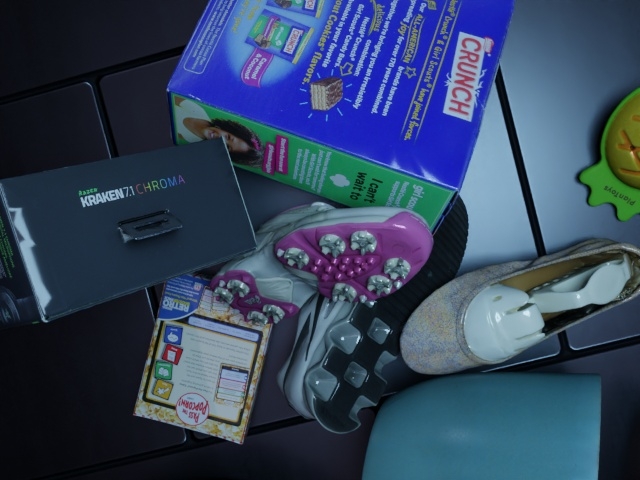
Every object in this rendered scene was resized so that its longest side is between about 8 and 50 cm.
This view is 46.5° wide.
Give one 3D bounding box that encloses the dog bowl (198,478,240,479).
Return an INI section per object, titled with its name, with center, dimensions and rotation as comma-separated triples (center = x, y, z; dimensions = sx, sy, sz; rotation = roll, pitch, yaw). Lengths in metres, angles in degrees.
[dog bowl]
center = -0.124, 0.493, 0.854
dimensions = 0.408, 0.150, 0.407
rotation = 2, 79, -11

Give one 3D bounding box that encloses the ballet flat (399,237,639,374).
[ballet flat]
center = 0.240, 0.068, 0.842
dimensions = 0.316, 0.106, 0.107
rotation = -23, 98, -16

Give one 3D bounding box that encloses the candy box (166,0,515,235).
[candy box]
center = 0.028, -0.190, 0.838
dimensions = 0.317, 0.122, 0.268
rotation = 19, 67, 3

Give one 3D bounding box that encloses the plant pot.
[plant pot]
center = 0.178, 0.282, 0.828
dimensions = 0.235, 0.293, 0.293
rotation = 4, 94, 19

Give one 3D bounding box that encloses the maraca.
[maraca]
center = 0.391, -0.106, 0.880
dimensions = 0.127, 0.099, 0.185
rotation = 29, 121, 4

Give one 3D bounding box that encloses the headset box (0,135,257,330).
[headset box]
center = -0.243, -0.002, 0.788
dimensions = 0.283, 0.246, 0.131
rotation = -15, 94, 47

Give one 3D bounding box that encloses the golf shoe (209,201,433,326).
[golf shoe]
center = 0.000, 0.000, 0.818
dimensions = 0.306, 0.140, 0.115
rotation = -17, 127, 43

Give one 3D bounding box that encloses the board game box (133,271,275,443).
[board game box]
center = -0.143, 0.145, 0.951
dimensions = 0.147, 0.045, 0.193
rotation = 15, 94, 3

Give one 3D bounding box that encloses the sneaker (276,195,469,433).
[sneaker]
center = 0.052, 0.061, 0.901
dimensions = 0.122, 0.146, 0.330
rotation = 45, 70, -26
